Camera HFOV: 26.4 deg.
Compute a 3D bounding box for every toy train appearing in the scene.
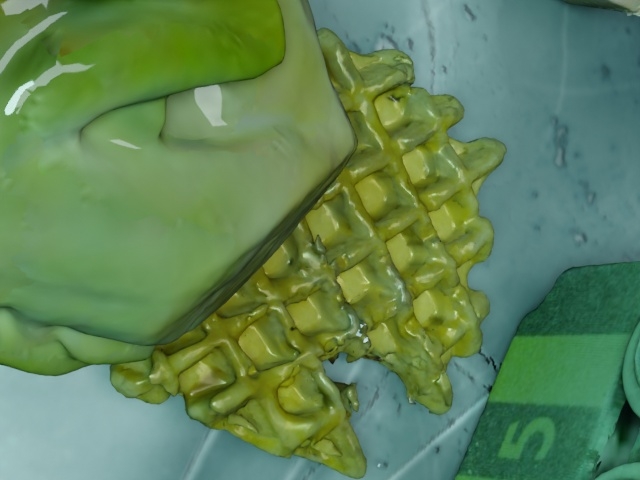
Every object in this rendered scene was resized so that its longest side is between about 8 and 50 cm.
[{"bbox_3d":[0.186,0.144,0.784,0.167,0.238,0.299,36,67,-25],"label":"toy train"}]

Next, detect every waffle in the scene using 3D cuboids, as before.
[{"bbox_3d":[-0.001,0.000,0.782,0.261,0.056,0.250,20,76,-28],"label":"waffle"}]

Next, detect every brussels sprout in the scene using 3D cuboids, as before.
[{"bbox_3d":[-0.142,-0.098,0.569,0.344,0.268,0.344,6,72,-20],"label":"brussels sprout"}]

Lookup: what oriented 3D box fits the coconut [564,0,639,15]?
[{"bbox_3d":[0.189,-0.204,0.880,0.116,0.122,0.116,19,41,-18],"label":"coconut"}]
